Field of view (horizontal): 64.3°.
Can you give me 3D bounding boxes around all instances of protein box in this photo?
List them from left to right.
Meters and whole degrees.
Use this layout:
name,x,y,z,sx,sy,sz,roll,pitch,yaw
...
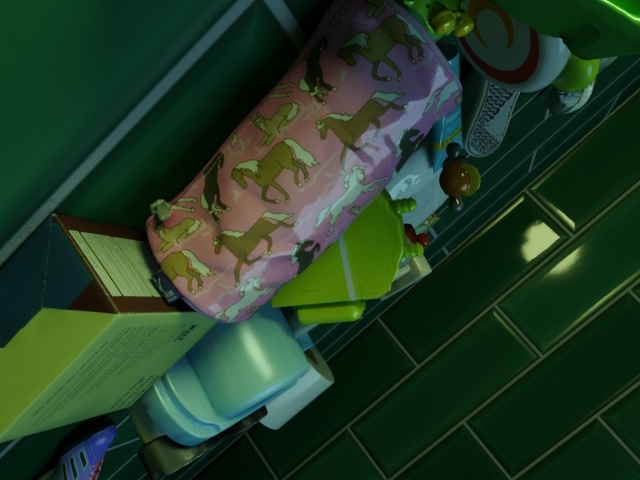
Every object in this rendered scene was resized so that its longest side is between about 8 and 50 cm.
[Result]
name,x,y,z,sx,sy,sz,roll,pitch,yaw
protein box,-0.259,0.097,0.591,0.200,0.136,0.201,-44,162,10

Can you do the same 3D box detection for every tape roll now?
name,x,y,z,sx,sy,sz,roll,pitch,yaw
tape roll,-0.107,0.287,1.185,0.169,0.246,0.246,-40,163,0

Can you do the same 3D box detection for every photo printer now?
name,x,y,z,sx,sy,sz,roll,pitch,yaw
photo printer,0.146,-0.094,0.998,0.256,0.107,0.307,-40,162,0

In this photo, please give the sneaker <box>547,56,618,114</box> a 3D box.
name,x,y,z,sx,sy,sz,roll,pitch,yaw
sneaker,0.588,-0.399,1.214,0.122,0.110,0.283,-19,157,-6

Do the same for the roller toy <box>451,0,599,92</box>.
name,x,y,z,sx,sy,sz,roll,pitch,yaw
roller toy,0.255,-0.293,0.601,0.146,0.191,0.209,-37,124,-6

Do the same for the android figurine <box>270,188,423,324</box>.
name,x,y,z,sx,sy,sz,roll,pitch,yaw
android figurine,0.000,0.000,0.696,0.272,0.248,0.056,-10,-166,16

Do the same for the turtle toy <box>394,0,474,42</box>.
name,x,y,z,sx,sy,sz,roll,pitch,yaw
turtle toy,0.126,-0.267,0.586,0.066,0.095,0.130,-28,175,42

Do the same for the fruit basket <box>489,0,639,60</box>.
name,x,y,z,sx,sy,sz,roll,pitch,yaw
fruit basket,0.233,-0.336,0.301,0.392,0.282,0.392,-56,177,-5

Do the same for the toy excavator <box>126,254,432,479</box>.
name,x,y,z,sx,sy,sz,roll,pitch,yaw
toy excavator,-0.062,0.153,0.841,0.445,0.222,0.433,-33,169,28

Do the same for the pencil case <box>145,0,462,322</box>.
name,x,y,z,sx,sy,sz,roll,pitch,yaw
pencil case,-0.025,-0.084,0.564,0.386,0.160,0.167,-45,149,11

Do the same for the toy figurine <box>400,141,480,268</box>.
name,x,y,z,sx,sy,sz,roll,pitch,yaw
toy figurine,0.106,-0.087,0.755,0.209,0.213,0.148,-46,178,19

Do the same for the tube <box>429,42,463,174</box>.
name,x,y,z,sx,sy,sz,roll,pitch,yaw
tube,0.194,-0.203,0.800,0.080,0.052,0.207,-38,140,-14

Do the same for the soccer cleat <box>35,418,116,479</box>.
name,x,y,z,sx,sy,sz,roll,pitch,yaw
soccer cleat,-0.517,0.503,1.087,0.318,0.116,0.108,-46,161,20

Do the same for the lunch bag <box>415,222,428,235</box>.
name,x,y,z,sx,sy,sz,roll,pitch,yaw
lunch bag,0.125,0.040,1.281,0.224,0.108,0.279,-18,153,-50

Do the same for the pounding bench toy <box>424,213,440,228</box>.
name,x,y,z,sx,sy,sz,roll,pitch,yaw
pounding bench toy,0.282,-0.069,1.404,0.052,0.065,0.083,-45,162,18

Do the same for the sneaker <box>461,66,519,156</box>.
name,x,y,z,sx,sy,sz,roll,pitch,yaw
sneaker,0.296,-0.299,0.870,0.105,0.123,0.290,10,121,-18
